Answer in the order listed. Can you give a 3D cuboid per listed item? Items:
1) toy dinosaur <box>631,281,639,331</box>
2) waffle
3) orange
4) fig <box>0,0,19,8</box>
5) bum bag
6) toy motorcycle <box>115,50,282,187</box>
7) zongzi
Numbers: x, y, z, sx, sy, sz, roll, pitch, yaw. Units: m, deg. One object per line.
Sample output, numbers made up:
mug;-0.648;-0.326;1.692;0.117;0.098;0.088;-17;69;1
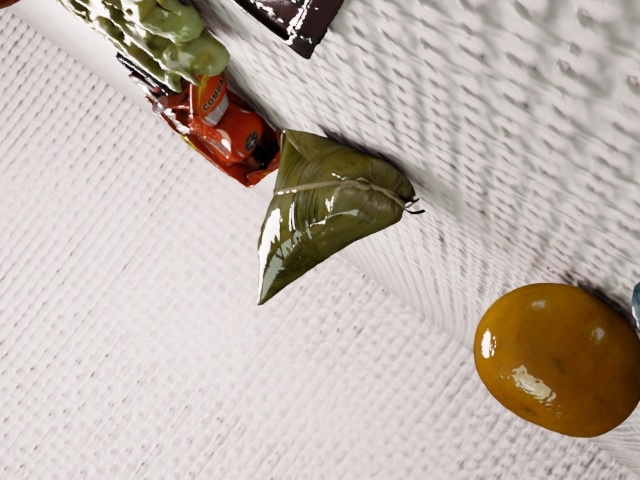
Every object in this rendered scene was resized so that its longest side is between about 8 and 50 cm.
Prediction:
toy dinosaur;0.310;0.137;0.767;0.147;0.076;0.363;43;-177;30
waffle;-0.230;-0.261;0.928;0.297;0.073;0.317;41;175;-40
orange;0.216;0.103;0.871;0.156;0.124;0.156;28;158;12
fig;-0.236;-0.258;0.693;0.149;0.202;0.148;57;-168;-3
bum bag;-0.033;-0.172;0.616;0.109;0.026;0.159;37;171;-6
toy motorcycle;-0.135;-0.154;1.212;0.171;0.089;0.298;34;174;29
zongzi;0.002;0.001;1.003;0.094;0.204;0.205;19;-175;-31
